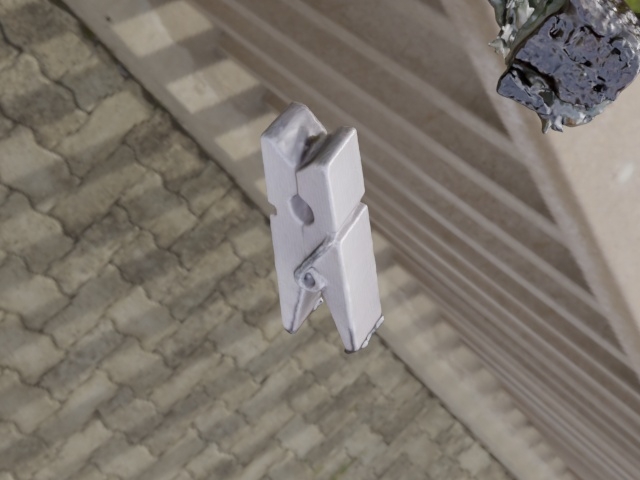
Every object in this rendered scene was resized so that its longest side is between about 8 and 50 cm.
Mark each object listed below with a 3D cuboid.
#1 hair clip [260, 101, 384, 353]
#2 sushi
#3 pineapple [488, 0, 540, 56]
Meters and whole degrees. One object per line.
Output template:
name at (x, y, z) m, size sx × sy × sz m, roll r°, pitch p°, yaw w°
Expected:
hair clip at (0.003, -0.003, 1.141) m, size 0.085 × 0.101 × 0.331 m, roll -47°, pitch 150°, yaw -30°
sushi at (0.186, -0.137, 0.761) m, size 0.094 × 0.084 × 0.098 m, roll -45°, pitch -167°, yaw 44°
pineapple at (0.104, -0.319, 0.843) m, size 0.175 × 0.175 × 0.361 m, roll -34°, pitch 102°, yaw -20°
